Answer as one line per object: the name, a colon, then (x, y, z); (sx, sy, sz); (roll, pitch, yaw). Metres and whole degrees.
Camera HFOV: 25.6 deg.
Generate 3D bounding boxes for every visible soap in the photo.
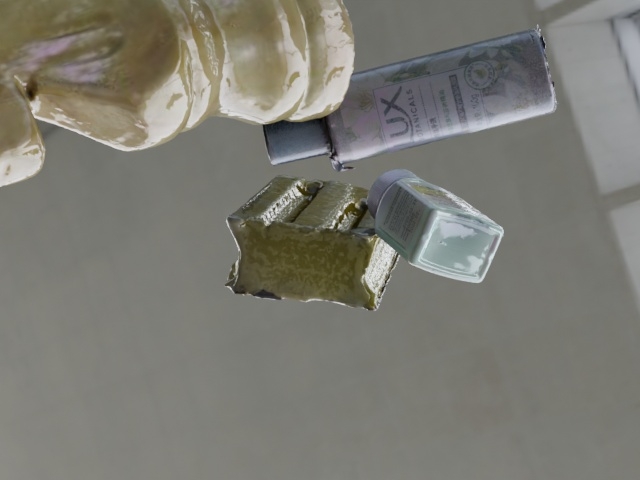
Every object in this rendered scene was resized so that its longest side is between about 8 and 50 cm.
soap: (0.000, -0.002, 1.272); (0.135, 0.233, 0.076); (7, -79, 7)

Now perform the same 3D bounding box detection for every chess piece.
chess piece: (-0.135, -0.116, 0.909); (0.137, 0.301, 0.137); (33, -50, 51)

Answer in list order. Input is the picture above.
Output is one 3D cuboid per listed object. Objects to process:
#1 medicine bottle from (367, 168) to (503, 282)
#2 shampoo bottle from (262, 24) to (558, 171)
medicine bottle: (0.085, -0.015, 1.137); (0.118, 0.074, 0.055); (43, -65, 59)
shampoo bottle: (0.064, -0.100, 1.037); (0.214, 0.072, 0.072); (-13, -89, 7)
